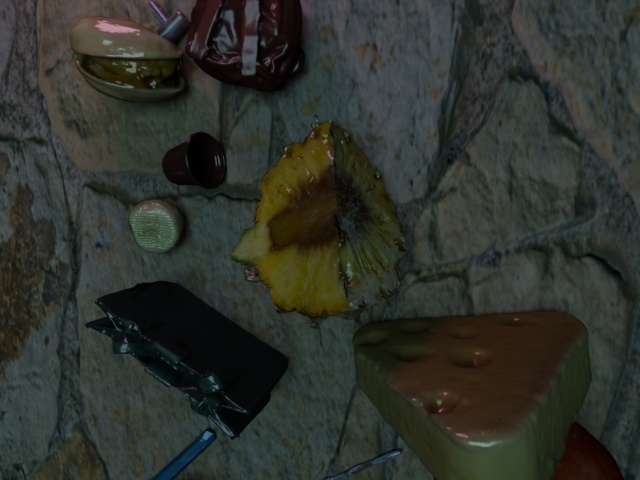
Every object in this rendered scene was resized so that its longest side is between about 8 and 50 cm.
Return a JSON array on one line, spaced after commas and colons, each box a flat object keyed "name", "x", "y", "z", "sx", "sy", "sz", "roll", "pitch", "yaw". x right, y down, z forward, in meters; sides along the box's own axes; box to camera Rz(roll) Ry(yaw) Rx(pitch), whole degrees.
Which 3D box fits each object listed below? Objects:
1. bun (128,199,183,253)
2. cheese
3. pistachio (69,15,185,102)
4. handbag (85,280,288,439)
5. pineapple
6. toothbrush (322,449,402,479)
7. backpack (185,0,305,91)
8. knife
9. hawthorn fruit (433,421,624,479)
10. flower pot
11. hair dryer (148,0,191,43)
[{"name": "bun", "x": -0.339, "y": -0.031, "z": 0.847, "sx": 0.115, "sy": 0.069, "sz": 0.115, "roll": 0, "pitch": 110, "yaw": -1}, {"name": "cheese", "x": 0.199, "y": 0.209, "z": 0.644, "sx": 0.384, "sy": 0.384, "sz": 0.104, "roll": -6, "pitch": 100, "yaw": 14}, {"name": "pistachio", "x": -0.377, "y": -0.354, "z": 0.803, "sx": 0.230, "sy": 0.157, "sz": 0.157, "roll": 15, "pitch": 97, "yaw": 6}, {"name": "handbag", "x": -0.228, "y": 0.198, "z": 0.752, "sx": 0.326, "sy": 0.238, "sz": 0.089, "roll": 34, "pitch": 96, "yaw": 9}, {"name": "pineapple", "x": -0.003, "y": 0.001, "z": 0.743, "sx": 0.286, "sy": 0.209, "sz": 0.344, "roll": -24, "pitch": 62, "yaw": 40}, {"name": "toothbrush", "x": 0.078, "y": 0.455, "z": 0.808, "sx": 0.193, "sy": 0.019, "sz": 0.013, "roll": -30, "pitch": 86, "yaw": 12}, {"name": "backpack", "x": -0.134, "y": -0.392, "z": 0.735, "sx": 0.229, "sy": 0.139, "sz": 0.229, "roll": 1, "pitch": 95, "yaw": 13}, {"name": "knife", "x": -0.333, "y": 0.520, "z": 0.909, "sx": 0.296, "sy": 0.026, "sz": 0.044, "roll": -44, "pitch": 86, "yaw": 10}, {"name": "hawthorn fruit", "x": 0.316, "y": 0.390, "z": 0.623, "sx": 0.284, "sy": 0.284, "sz": 0.284, "roll": 1, "pitch": 94, "yaw": 13}, {"name": "flower pot", "x": -0.258, "y": -0.153, "z": 0.811, "sx": 0.089, "sy": 0.111, "sz": 0.111, "roll": -3, "pitch": 93, "yaw": 29}, {"name": "hair dryer", "x": -0.320, "y": -0.461, "z": 0.832, "sx": 0.063, "sy": 0.037, "sz": 0.114, "roll": -40, "pitch": 77, "yaw": 11}]
